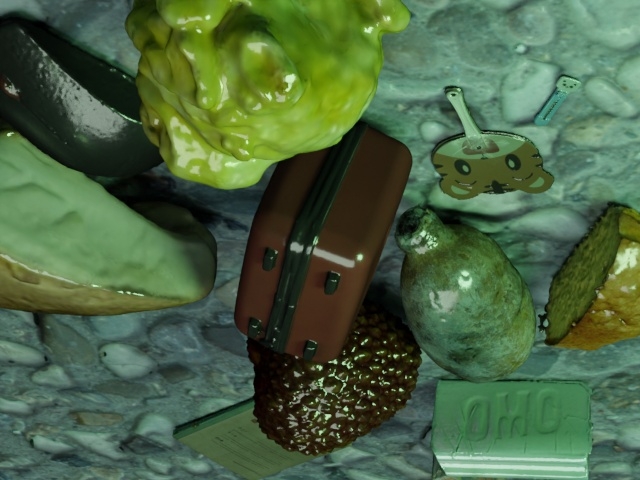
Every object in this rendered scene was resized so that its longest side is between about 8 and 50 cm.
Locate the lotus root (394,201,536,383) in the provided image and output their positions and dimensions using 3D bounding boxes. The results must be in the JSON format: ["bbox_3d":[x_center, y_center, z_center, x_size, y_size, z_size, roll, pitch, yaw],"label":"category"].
[{"bbox_3d":[0.200,0.085,1.902,0.175,0.175,0.349,-7,143,24],"label":"lotus root"}]

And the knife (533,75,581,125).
[{"bbox_3d":[0.282,-0.165,1.646,0.027,0.010,0.096,17,146,-9],"label":"knife"}]

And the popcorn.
[{"bbox_3d":[-0.072,-0.221,1.430,0.312,0.312,0.312,7,146,5],"label":"popcorn"}]

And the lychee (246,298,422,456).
[{"bbox_3d":[0.023,0.189,2.038,0.271,0.271,0.271,7,146,5],"label":"lychee"}]

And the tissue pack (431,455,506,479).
[{"bbox_3d":[0.260,0.392,2.385,0.060,0.108,0.148,-26,133,39],"label":"tissue pack"}]

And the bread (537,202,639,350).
[{"bbox_3d":[0.404,0.061,1.846,0.134,0.129,0.260,15,148,-10],"label":"bread"}]

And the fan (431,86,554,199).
[{"bbox_3d":[0.202,-0.120,1.735,0.152,0.008,0.226,-5,144,22],"label":"fan"}]

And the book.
[{"bbox_3d":[-0.108,0.363,2.511,0.283,0.025,0.215,-24,132,39],"label":"book"}]

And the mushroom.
[{"bbox_3d":[-0.359,0.027,1.907,0.397,0.224,0.313,23,143,-21],"label":"mushroom"}]

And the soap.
[{"bbox_3d":[0.311,0.304,2.203,0.261,0.150,0.094,-1,148,15],"label":"soap"}]

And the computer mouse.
[{"bbox_3d":[-0.323,-0.164,1.737,0.295,0.087,0.168,31,144,-26],"label":"computer mouse"}]

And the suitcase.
[{"bbox_3d":[0.000,0.000,1.769,0.161,0.236,0.297,21,146,4],"label":"suitcase"}]
